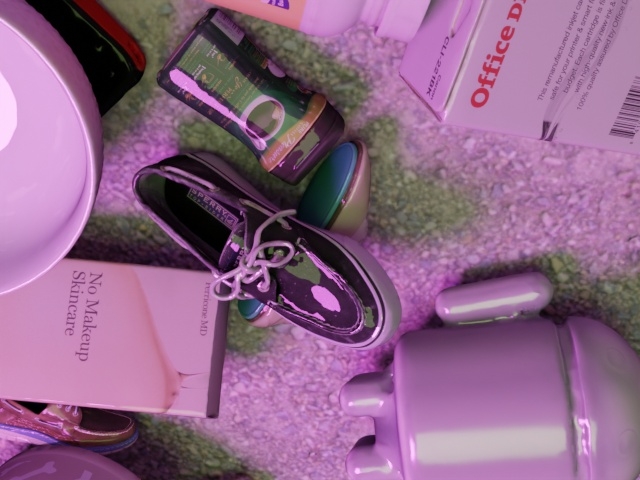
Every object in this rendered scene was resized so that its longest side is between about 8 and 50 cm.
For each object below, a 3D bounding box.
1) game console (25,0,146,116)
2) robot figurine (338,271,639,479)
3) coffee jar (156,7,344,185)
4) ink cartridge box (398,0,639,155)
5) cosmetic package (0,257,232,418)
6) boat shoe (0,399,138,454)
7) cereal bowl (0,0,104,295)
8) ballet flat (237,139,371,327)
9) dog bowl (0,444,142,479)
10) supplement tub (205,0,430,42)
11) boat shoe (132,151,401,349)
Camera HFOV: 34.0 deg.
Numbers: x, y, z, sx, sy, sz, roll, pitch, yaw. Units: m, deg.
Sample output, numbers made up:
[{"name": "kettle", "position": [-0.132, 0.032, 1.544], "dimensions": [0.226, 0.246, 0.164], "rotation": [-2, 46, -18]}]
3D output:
[{"name": "game console", "position": [-0.425, -0.183, 1.092], "dimensions": [0.386, 0.060, 0.342], "rotation": [-39, 111, 20]}, {"name": "robot figurine", "position": [0.202, 0.187, 1.129], "dimensions": [0.353, 0.200, 0.300], "rotation": [-5, 91, 8]}, {"name": "coffee jar", "position": [-0.067, -0.142, 1.061], "dimensions": [0.184, 0.079, 0.096], "rotation": [39, 109, -12]}, {"name": "ink cartridge box", "position": [0.232, -0.195, 0.942], "dimensions": [0.273, 0.114, 0.197], "rotation": [6, 118, -25]}, {"name": "cosmetic package", "position": [-0.260, 0.102, 1.141], "dimensions": [0.309, 0.113, 0.160], "rotation": [4, 81, 3]}, {"name": "boat shoe", "position": [-0.310, 0.211, 1.256], "dimensions": [0.183, 0.066, 0.066], "rotation": [5, 114, 2]}, {"name": "cereal bowl", "position": [-0.371, -0.114, 1.012], "dimensions": [0.339, 0.141, 0.339], "rotation": [1, 119, 2]}, {"name": "ballet flat", "position": [0.000, 0.000, 1.133], "dimensions": [0.086, 0.086, 0.248], "rotation": [32, 115, -10]}, {"name": "dog bowl", "position": [-0.302, 0.420, 1.215], "dimensions": [0.349, 0.102, 0.349], "rotation": [6, 104, 24]}, {"name": "supplement tub", "position": [-0.051, -0.314, 0.889], "dimensions": [0.331, 0.241, 0.241], "rotation": [16, 116, -3]}, {"name": "boat shoe", "position": [-0.060, 0.010, 1.049], "dimensions": [0.306, 0.105, 0.113], "rotation": [41, 115, 17]}]
